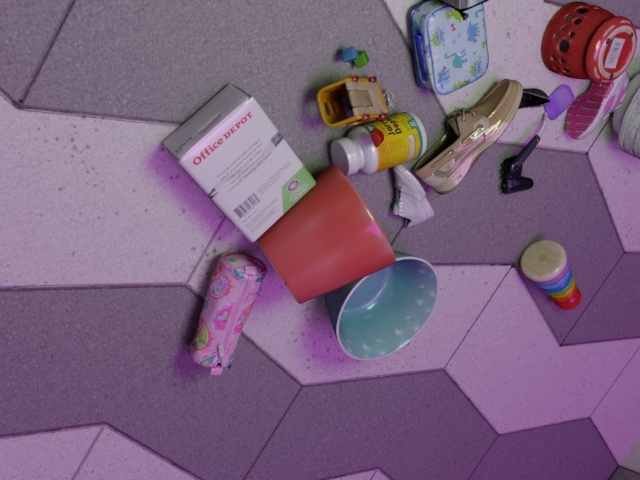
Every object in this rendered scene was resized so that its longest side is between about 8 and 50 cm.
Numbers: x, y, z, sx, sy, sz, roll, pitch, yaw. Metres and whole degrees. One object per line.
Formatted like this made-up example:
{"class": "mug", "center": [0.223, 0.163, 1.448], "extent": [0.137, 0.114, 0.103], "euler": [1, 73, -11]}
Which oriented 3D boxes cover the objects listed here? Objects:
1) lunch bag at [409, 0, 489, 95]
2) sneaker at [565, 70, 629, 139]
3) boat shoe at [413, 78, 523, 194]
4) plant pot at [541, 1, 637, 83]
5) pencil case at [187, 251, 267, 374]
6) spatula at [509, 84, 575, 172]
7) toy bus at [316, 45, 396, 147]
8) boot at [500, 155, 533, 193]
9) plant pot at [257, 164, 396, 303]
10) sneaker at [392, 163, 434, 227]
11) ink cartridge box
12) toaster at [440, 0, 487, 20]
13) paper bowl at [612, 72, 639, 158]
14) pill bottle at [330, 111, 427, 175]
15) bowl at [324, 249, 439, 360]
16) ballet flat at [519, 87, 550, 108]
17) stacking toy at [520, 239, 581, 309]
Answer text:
{"class": "lunch bag", "center": [0.295, -0.459, 1.659], "extent": [0.176, 0.090, 0.219], "euler": [-30, 128, -17]}
{"class": "sneaker", "center": [0.794, -0.388, 2.016], "extent": [0.111, 0.103, 0.252], "euler": [25, 102, -38]}
{"class": "boat shoe", "center": [0.372, -0.276, 1.794], "extent": [0.110, 0.121, 0.341], "euler": [35, 94, -19]}
{"class": "plant pot", "center": [0.700, -0.503, 1.844], "extent": [0.191, 0.174, 0.191], "euler": [-17, 125, -27]}
{"class": "pencil case", "center": [-0.219, 0.168, 1.671], "extent": [0.124, 0.124, 0.284], "euler": [10, 110, -36]}
{"class": "spatula", "center": [0.605, -0.305, 1.973], "extent": [0.296, 0.030, 0.084], "euler": [-54, 131, -11]}
{"class": "toy bus", "center": [0.073, -0.305, 1.594], "extent": [0.104, 0.191, 0.202], "euler": [-14, 137, 29]}
{"class": "boot", "center": [0.558, -0.190, 2.019], "extent": [0.121, 0.045, 0.099], "euler": [-16, 118, -27]}
{"class": "plant pot", "center": [0.000, 0.000, 1.641], "extent": [0.243, 0.275, 0.275], "euler": [-32, 130, -1]}
{"class": "sneaker", "center": [0.218, -0.108, 1.829], "extent": [0.094, 0.080, 0.212], "euler": [-33, 131, 2]}
{"class": "ink cartridge box", "center": [-0.168, -0.162, 1.515], "extent": [0.198, 0.115, 0.273], "euler": [-43, 131, -5]}
{"class": "toaster", "center": [0.317, -0.583, 1.539], "extent": [0.168, 0.185, 0.110], "euler": [-30, 138, -14]}
{"class": "paper bowl", "center": [0.964, -0.381, 2.078], "extent": [0.284, 0.148, 0.284], "euler": [-28, 136, -30]}
{"class": "pill bottle", "center": [0.134, -0.221, 1.675], "extent": [0.208, 0.117, 0.117], "euler": [-20, 125, -21]}
{"class": "bowl", "center": [0.136, 0.139, 1.851], "extent": [0.312, 0.163, 0.311], "euler": [-17, 126, -24]}
{"class": "ballet flat", "center": [0.533, -0.372, 1.890], "extent": [0.173, 0.049, 0.057], "euler": [-15, 122, -25]}
{"class": "stacking toy", "center": [0.757, 0.131, 2.279], "extent": [0.141, 0.141, 0.330], "euler": [-49, 135, 0]}
